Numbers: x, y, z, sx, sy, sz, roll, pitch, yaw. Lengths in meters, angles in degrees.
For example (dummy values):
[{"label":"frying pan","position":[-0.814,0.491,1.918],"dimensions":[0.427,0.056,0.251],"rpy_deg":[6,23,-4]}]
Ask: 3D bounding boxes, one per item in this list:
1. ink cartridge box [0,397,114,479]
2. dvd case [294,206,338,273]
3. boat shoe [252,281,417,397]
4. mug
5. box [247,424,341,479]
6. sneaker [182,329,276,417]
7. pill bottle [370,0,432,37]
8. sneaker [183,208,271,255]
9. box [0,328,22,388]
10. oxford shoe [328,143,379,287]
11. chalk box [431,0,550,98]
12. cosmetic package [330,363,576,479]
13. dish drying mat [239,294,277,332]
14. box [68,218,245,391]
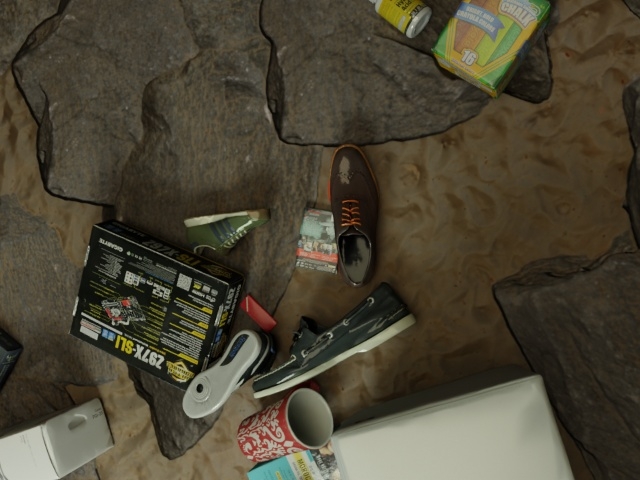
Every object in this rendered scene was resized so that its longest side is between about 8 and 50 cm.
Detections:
[{"label":"ink cartridge box","position":[-0.612,0.442,1.524],"dimensions":[0.283,0.207,0.117],"rpy_deg":[-20,88,16]},{"label":"dvd case","position":[0.000,0.000,1.429],"dimensions":[0.087,0.013,0.119],"rpy_deg":[10,96,16]},{"label":"boat shoe","position":[0.006,0.184,1.376],"dimensions":[0.340,0.127,0.113],"rpy_deg":[-29,83,14]},{"label":"mug","position":[-0.062,0.354,1.404],"dimensions":[0.169,0.150,0.113],"rpy_deg":[-32,85,39]},{"label":"box","position":[-0.013,0.443,1.426],"dimensions":[0.244,0.060,0.100],"rpy_deg":[-29,84,16]},{"label":"sneaker","position":[-0.163,0.267,1.431],"dimensions":[0.217,0.121,0.079],"rpy_deg":[-47,63,12]},{"label":"pill bottle","position":[0.141,-0.431,1.343],"dimensions":[0.116,0.065,0.065],"rpy_deg":[41,102,11]},{"label":"sneaker","position":[-0.182,-0.013,1.457],"dimensions":[0.192,0.064,0.086],"rpy_deg":[-7,91,22]},{"label":"box","position":[-0.809,0.253,1.652],"dimensions":[0.233,0.059,0.183],"rpy_deg":[33,101,13]},{"label":"oxford shoe","position":[0.066,-0.046,1.356],"dimensions":[0.097,0.098,0.271],"rpy_deg":[-8,92,4]},{"label":"chalk box","position":[0.309,-0.375,1.261],"dimensions":[0.132,0.132,0.213],"rpy_deg":[34,101,12]},{"label":"cosmetic package","position":[0.239,0.437,1.171],"dimensions":[0.327,0.329,0.393],"rpy_deg":[-18,81,6]},{"label":"dish drying mat","position":[-0.126,0.148,1.474],"dimensions":[0.083,0.008,0.032],"rpy_deg":[44,102,11]},{"label":"box","position":[-0.337,0.132,1.481],"dimensions":[0.322,0.079,0.257],"rpy_deg":[22,109,14]}]
